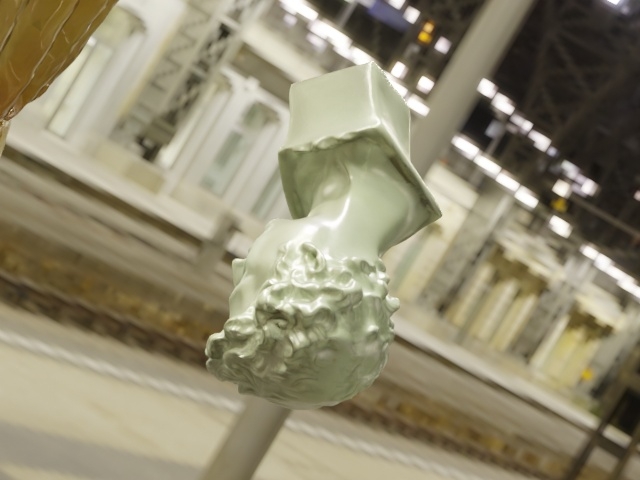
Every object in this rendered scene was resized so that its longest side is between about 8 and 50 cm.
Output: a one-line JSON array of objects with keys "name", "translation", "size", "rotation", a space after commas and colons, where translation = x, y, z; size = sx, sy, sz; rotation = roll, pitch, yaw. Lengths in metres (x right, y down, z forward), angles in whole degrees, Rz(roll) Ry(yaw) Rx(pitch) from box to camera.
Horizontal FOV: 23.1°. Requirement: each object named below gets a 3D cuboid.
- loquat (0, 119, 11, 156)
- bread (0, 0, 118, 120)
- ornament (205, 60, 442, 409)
[{"name": "loquat", "translation": [-0.313, -0.091, 0.747], "size": [0.328, 0.328, 0.359], "rotation": [31, 27, -2]}, {"name": "bread", "translation": [-0.168, -0.145, 0.478], "size": [0.274, 0.149, 0.274], "rotation": [22, 22, -9]}, {"name": "ornament", "translation": [0.015, -0.002, 1.152], "size": [0.130, 0.285, 0.120], "rotation": [-3, -41, 33]}]
